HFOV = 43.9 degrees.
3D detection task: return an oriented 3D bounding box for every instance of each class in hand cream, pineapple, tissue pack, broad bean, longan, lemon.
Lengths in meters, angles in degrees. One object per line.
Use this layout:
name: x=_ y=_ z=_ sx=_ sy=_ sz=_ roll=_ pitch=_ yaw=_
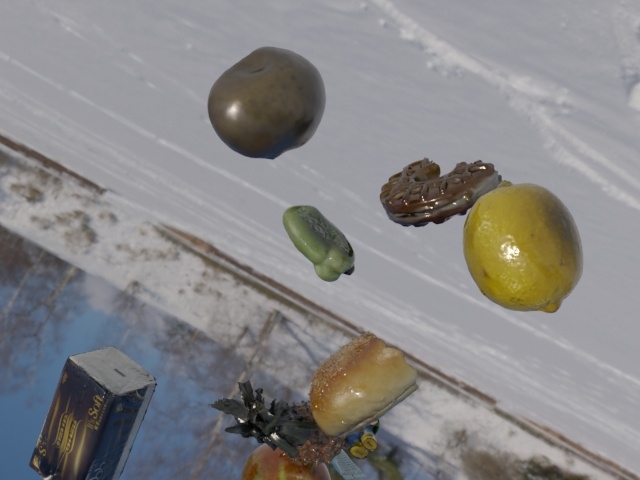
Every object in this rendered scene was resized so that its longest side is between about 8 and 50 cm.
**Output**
hand cream: x=0.019 y=0.638 z=2.484 sx=0.085 sy=0.058 sz=0.331 roll=11 pitch=-165 yaw=-39
pineapple: x=-0.086 y=0.425 z=1.810 sx=0.165 sy=0.166 sz=0.364 roll=28 pitch=179 yaw=39
tissue pack: x=-0.603 y=0.488 z=2.136 sx=0.210 sy=0.370 sz=0.198 roll=31 pitch=-163 yaw=28
broad bean: x=0.000 y=0.000 z=1.965 sx=0.228 sy=0.100 sz=0.169 roll=46 pitch=-155 yaw=-7
longan: x=-0.144 y=-0.371 z=2.153 sx=0.288 sy=0.350 sz=0.288 roll=36 pitch=144 yaw=31
lemon: x=0.433 y=0.018 z=1.707 sx=0.284 sy=0.260 sz=0.260 roll=66 pitch=170 yaw=-11

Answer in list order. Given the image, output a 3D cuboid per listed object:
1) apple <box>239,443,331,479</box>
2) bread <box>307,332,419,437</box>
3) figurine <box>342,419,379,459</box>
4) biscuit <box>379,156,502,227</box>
apple: x=-0.094 y=0.652 z=2.115 sx=0.246 sy=0.246 sz=0.226 roll=30 pitch=180 yaw=-8
bread: x=0.061 y=0.322 z=1.696 sx=0.171 sy=0.192 sz=0.314 roll=53 pitch=159 yaw=6
figurine: x=0.087 y=0.443 z=2.056 sx=0.143 sy=0.162 sz=0.263 roll=27 pitch=-155 yaw=-27
biscuit: x=0.311 y=-0.135 z=2.216 sx=0.366 sy=0.268 sz=0.115 roll=11 pitch=131 yaw=60
